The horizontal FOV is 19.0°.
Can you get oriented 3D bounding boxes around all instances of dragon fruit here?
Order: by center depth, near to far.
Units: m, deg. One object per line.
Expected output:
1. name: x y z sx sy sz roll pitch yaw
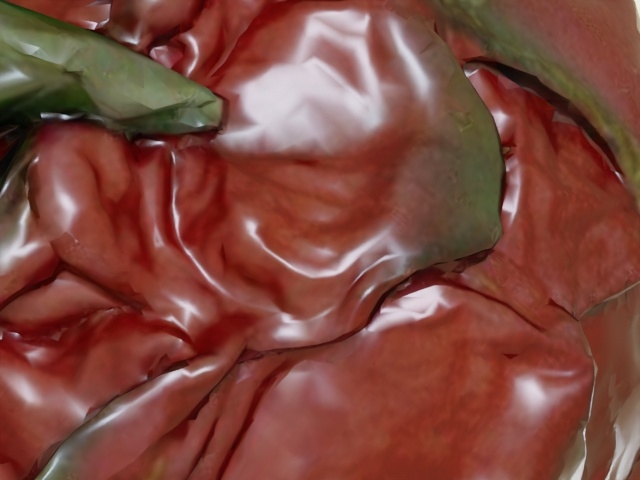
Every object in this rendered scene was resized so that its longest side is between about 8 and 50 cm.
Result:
1. dragon fruit: -0.024 0.006 0.437 0.293 0.234 0.233 36 40 -73
